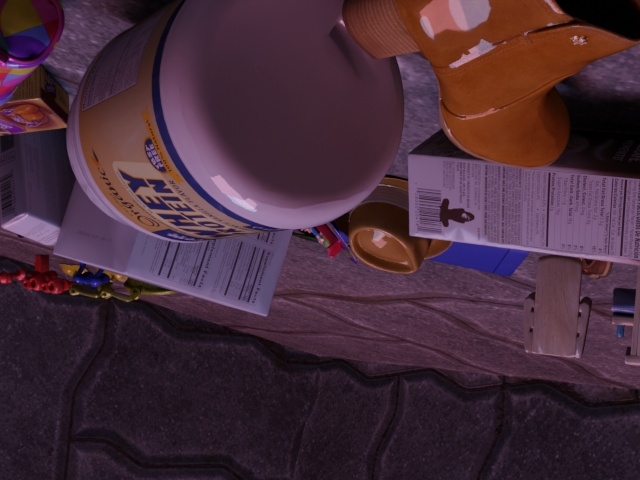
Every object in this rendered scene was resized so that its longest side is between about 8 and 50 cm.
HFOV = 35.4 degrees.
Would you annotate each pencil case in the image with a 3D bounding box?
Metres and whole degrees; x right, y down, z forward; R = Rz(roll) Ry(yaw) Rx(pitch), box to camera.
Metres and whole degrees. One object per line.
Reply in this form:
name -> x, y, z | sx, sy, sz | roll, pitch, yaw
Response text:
pencil case -> -0.353, -0.211, 1.094 | 0.104, 0.104, 0.236 | 18, 168, -23

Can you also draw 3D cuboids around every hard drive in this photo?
hard drive -> 0.161, -0.011, 1.590 | 0.319, 0.040, 0.210 | 12, 168, 5

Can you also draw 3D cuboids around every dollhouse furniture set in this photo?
dollhouse furniture set -> 0.434, 0.034, 1.316 | 0.286, 0.198, 0.303 | 5, -172, 19

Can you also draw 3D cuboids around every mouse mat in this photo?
mouse mat -> 0.000, 0.000, 1.797 | 0.153, 0.007, 0.190 | 12, 179, 32

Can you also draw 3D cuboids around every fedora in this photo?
fedora -> 0.100, -0.009, 1.449 | 0.194, 0.079, 0.194 | 10, 145, 7

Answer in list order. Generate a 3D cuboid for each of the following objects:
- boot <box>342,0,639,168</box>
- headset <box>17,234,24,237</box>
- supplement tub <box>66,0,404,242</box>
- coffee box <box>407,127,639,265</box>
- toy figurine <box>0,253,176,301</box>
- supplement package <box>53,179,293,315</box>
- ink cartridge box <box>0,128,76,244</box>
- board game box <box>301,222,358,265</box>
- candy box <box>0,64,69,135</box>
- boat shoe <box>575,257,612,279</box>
boot -> 0.179, -0.144, 0.815 | 0.295, 0.104, 0.211 | 27, 162, -35
headset -> -0.587, -0.095, 1.664 | 0.243, 0.185, 0.394 | 10, -176, 18
supplement tub -> -0.097, -0.115, 0.948 | 0.228, 0.228, 0.316 | 20, 166, -29
coffee box -> 0.230, -0.055, 1.045 | 0.246, 0.098, 0.141 | 7, -156, 24
toy figurine -> -0.386, -0.027, 1.677 | 0.363, 0.217, 0.191 | 4, -175, 35
supplement package -> -0.204, -0.027, 1.464 | 0.199, 0.198, 0.263 | 11, 173, 46
ink cartridge box -> -0.389, -0.077, 1.526 | 0.066, 0.189, 0.232 | -21, 154, 18
board game box -> -0.005, -0.014, 1.536 | 0.133, 0.033, 0.169 | 54, 175, -26
candy box -> -0.438, -0.178, 1.321 | 0.187, 0.053, 0.109 | -5, 166, 5
boat shoe -> 0.382, 0.019, 1.431 | 0.060, 0.064, 0.178 | 10, 170, 7
